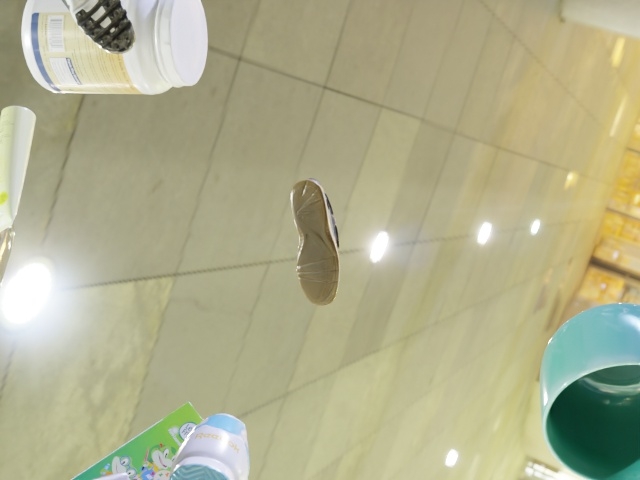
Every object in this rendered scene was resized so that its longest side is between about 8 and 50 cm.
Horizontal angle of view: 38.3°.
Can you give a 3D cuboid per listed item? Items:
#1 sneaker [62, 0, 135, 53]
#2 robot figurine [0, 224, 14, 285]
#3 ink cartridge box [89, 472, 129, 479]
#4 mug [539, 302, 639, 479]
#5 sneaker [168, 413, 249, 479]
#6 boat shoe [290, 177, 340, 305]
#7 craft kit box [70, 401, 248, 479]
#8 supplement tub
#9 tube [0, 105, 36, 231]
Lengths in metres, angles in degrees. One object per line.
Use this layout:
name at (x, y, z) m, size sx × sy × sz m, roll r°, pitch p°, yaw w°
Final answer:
sneaker at (-0.370, -0.392, 1.422) m, size 0.078 × 0.234 × 0.106 m, roll -39°, pitch -157°, yaw 9°
robot figurine at (-0.682, 0.032, 1.697) m, size 0.353 × 0.199 × 0.300 m, roll -94°, pitch -152°, yaw -48°
ink cartridge box at (-0.340, 0.439, 1.079) m, size 0.296 × 0.066 × 0.261 m, roll -9°, pitch 80°, yaw -39°
mug at (0.235, 0.124, 0.732) m, size 0.097 × 0.129 × 0.158 m, roll -73°, pitch -177°, yaw -54°
sneaker at (-0.113, 0.271, 0.895) m, size 0.092 × 0.087 × 0.229 m, roll -70°, pitch 179°, yaw -57°
boat shoe at (0.000, 0.000, 1.088) m, size 0.049 × 0.056 × 0.152 m, roll -38°, pitch 126°, yaw -67°
craft kit box at (-0.231, 0.415, 1.408) m, size 0.246 × 0.250 × 0.061 m, roll -31°, pitch 160°, yaw -30°
supplement tub at (-0.408, -0.409, 1.854) m, size 0.228 × 0.316 × 0.228 m, roll 4°, pitch 90°, yaw -76°
tube at (-0.546, -0.121, 1.615) m, size 0.070 × 0.062 × 0.240 m, roll 98°, pitch -7°, yaw -65°
